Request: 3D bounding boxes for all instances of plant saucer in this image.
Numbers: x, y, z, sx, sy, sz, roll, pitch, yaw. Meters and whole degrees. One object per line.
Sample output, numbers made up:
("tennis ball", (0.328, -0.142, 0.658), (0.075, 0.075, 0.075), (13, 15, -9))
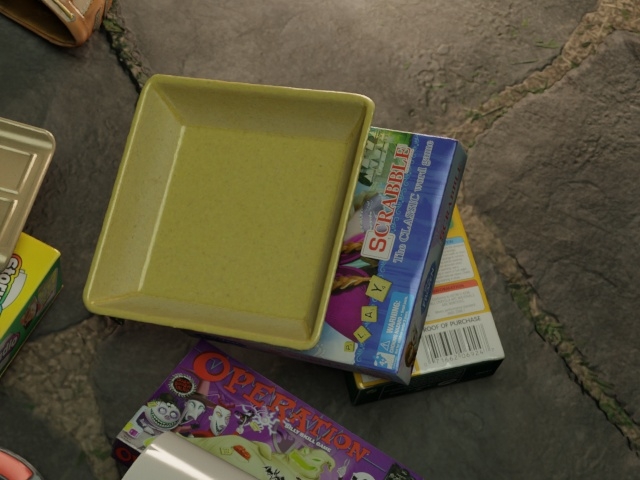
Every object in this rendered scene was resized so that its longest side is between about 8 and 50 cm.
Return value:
("plant saucer", (-0.106, -0.034, 1.754), (0.333, 0.081, 0.332), (8, 75, 23))

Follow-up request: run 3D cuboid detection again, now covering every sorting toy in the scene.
("sorting toy", (-0.521, -0.084, 1.769), (0.307, 0.041, 0.229), (15, 54, -3))

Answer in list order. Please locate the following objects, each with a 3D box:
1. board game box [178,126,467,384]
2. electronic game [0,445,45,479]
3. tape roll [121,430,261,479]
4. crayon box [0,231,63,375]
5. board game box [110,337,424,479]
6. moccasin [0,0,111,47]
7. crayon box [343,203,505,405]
("board game box", (0.000, 0.000, 1.787), (0.318, 0.066, 0.318), (10, 75, 21))
("electronic game", (-0.437, 0.359, 1.679), (0.229, 0.048, 0.229), (2, 66, -5))
("tape roll", (-0.156, 0.357, 1.523), (0.169, 0.246, 0.246), (27, 66, 10))
("crayon box", (-0.554, 0.102, 1.731), (0.313, 0.106, 0.363), (27, 59, 5))
("board game box", (-0.063, 0.284, 1.717), (0.347, 0.056, 0.208), (31, 40, 8))
("moccasin", (-0.492, -0.387, 1.968), (0.380, 0.139, 0.147), (29, 57, -3))
("crayon box", (0.104, 0.044, 1.860), (0.203, 0.083, 0.323), (-11, 68, -10))
